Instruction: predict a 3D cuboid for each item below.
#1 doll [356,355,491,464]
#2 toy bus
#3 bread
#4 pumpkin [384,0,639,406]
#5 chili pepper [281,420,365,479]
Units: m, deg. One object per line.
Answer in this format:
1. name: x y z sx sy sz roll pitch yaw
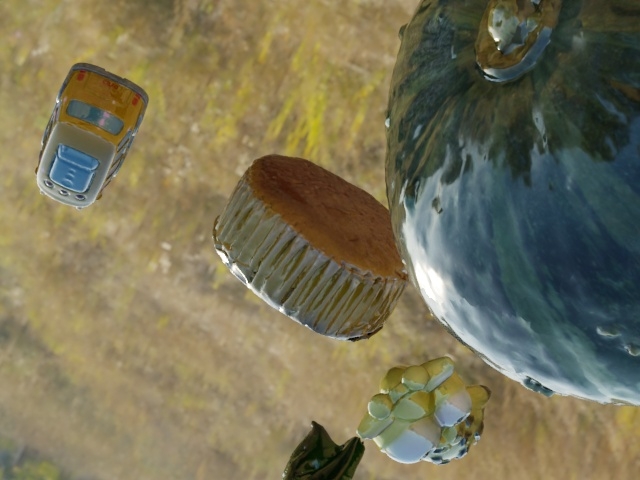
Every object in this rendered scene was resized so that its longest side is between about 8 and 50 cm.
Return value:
1. doll: 0.106 0.167 1.174 0.086 0.117 0.291 47 180 20
2. toy bus: -0.343 -0.142 1.788 0.126 0.136 0.209 24 140 -11
3. bread: 0.000 0.000 1.181 0.199 0.104 0.199 26 -156 -13
4. pumpkin: 0.105 -0.037 0.384 0.146 0.190 0.190 14 169 -21
5. chili pepper: -0.017 0.287 1.269 0.098 0.224 0.061 -8 144 34
